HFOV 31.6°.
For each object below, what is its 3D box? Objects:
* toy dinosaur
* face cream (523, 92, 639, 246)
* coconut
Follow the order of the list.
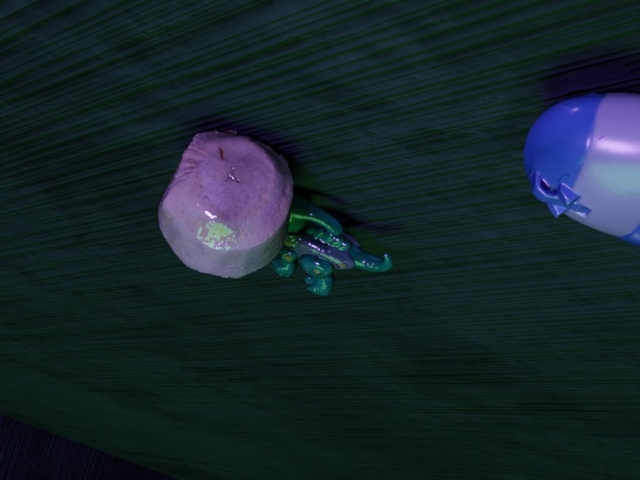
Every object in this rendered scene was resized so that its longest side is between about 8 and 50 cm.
[{"bbox_3d":[0.000,0.000,0.972,0.132,0.059,0.096,20,155,7],"label":"toy dinosaur"},{"bbox_3d":[0.252,-0.026,0.684,0.264,0.083,0.149,15,159,-1],"label":"face cream"},{"bbox_3d":[-0.074,-0.026,0.894,0.110,0.110,0.124,16,157,-5],"label":"coconut"}]
